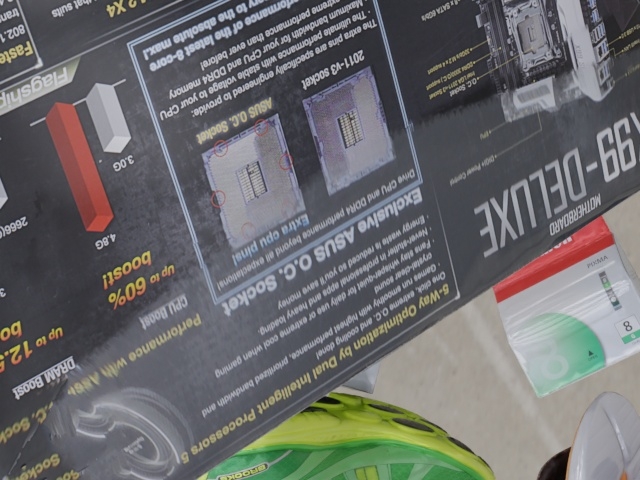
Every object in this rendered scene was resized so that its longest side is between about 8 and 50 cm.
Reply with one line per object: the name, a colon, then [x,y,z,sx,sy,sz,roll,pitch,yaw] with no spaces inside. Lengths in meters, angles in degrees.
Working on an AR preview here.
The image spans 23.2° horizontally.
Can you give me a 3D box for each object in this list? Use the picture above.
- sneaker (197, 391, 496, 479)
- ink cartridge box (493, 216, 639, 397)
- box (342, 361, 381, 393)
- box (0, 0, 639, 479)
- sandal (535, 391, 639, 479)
sneaker: [0.016,0.197,1.312,0.295,0.109,0.124,11,100,-32]
ink cartridge box: [0.309,0.063,1.993,0.181,0.056,0.225,-29,89,21]
box: [0.000,0.000,1.345,0.159,0.044,0.233,19,82,-28]
box: [-0.025,-0.074,0.506,0.076,0.307,0.242,16,130,51]
sandal: [0.170,0.227,1.040,0.076,0.102,0.265,7,113,35]
